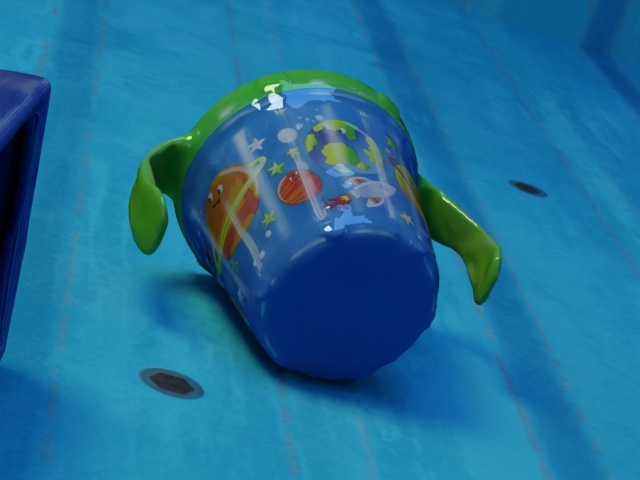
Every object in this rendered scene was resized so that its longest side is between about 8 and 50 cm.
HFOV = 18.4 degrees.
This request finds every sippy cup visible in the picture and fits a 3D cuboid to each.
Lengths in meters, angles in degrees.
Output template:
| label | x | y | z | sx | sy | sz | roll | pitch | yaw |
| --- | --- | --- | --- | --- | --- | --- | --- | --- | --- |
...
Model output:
| label | x | y | z | sx | sy | sz | roll | pitch | yaw |
| --- | --- | --- | --- | --- | --- | --- | --- | --- | --- |
| sippy cup | 0.000 | 0.000 | 1.766 | 0.305 | 0.240 | 0.224 | -21 | 37 | -2 |

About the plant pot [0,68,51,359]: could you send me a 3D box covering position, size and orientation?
| label | x | y | z | sx | sy | sz | roll | pitch | yaw |
| --- | --- | --- | --- | --- | --- | --- | --- | --- | --- |
| plant pot | -0.325 | -0.004 | 1.381 | 0.212 | 0.236 | 0.236 | 12 | 17 | -2 |
